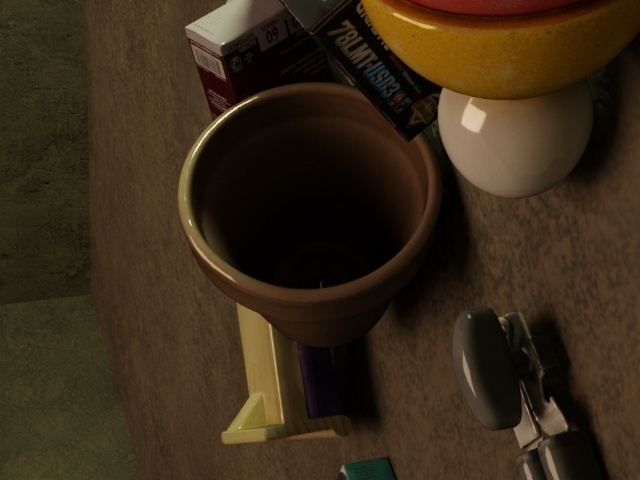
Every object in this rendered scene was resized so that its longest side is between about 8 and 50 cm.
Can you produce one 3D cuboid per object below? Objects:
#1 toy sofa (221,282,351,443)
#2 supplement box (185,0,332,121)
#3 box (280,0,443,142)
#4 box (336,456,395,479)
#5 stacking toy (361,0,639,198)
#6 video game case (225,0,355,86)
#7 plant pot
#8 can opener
[{"bbox_3d":[-0.044,0.073,1.378,0.150,0.177,0.362,-24,72,61],"label":"toy sofa"},{"bbox_3d":[-0.053,-0.156,1.220,0.073,0.130,0.239,34,150,41],"label":"supplement box"},{"bbox_3d":[-0.021,-0.246,0.970,0.295,0.073,0.293,52,-172,21],"label":"box"},{"bbox_3d":[0.078,0.385,1.262,0.100,0.060,0.244,106,152,-47],"label":"box"},{"bbox_3d":[0.114,-0.209,0.703,0.350,0.350,0.480,-116,12,-45],"label":"stacking toy"},{"bbox_3d":[-0.033,-0.214,1.299,0.227,0.026,0.206,51,156,3],"label":"video game case"},{"bbox_3d":[0.000,0.000,1.157,0.229,0.263,0.263,78,175,-59],"label":"plant pot"},{"bbox_3d":[0.178,0.188,0.882,0.074,0.093,0.280,120,135,-58],"label":"can opener"}]
